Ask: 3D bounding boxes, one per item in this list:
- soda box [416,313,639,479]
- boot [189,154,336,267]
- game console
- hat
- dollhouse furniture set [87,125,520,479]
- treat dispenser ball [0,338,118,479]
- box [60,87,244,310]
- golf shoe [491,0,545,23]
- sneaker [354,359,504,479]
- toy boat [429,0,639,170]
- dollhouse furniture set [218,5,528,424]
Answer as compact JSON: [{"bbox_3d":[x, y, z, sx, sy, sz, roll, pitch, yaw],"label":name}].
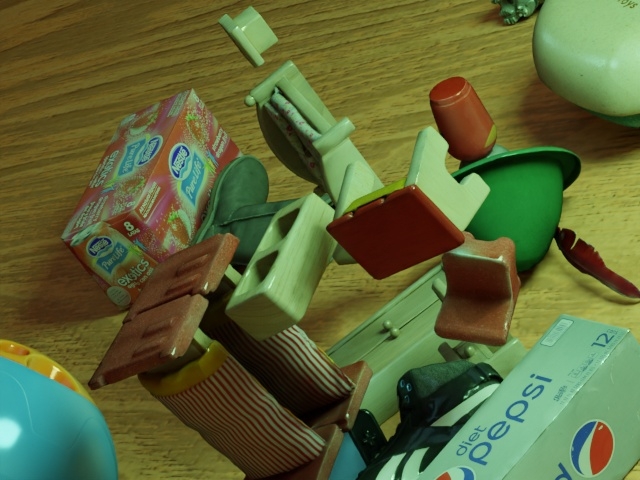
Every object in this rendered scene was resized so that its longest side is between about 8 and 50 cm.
[{"bbox_3d":[0.159,0.195,1.614,0.286,0.098,0.091,-47,29,-19],"label":"soda box"},{"bbox_3d":[-0.048,-0.034,2.285,0.208,0.076,0.190,-18,45,48],"label":"boot"},{"bbox_3d":[0.009,0.226,1.790,0.122,0.107,0.071,-28,-1,17],"label":"game console"},{"bbox_3d":[0.197,0.024,1.919,0.173,0.208,0.184,-17,72,-1],"label":"hat"},{"bbox_3d":[0.007,0.081,1.663,0.374,0.201,0.152,-24,30,44],"label":"dollhouse furniture set"},{"bbox_3d":[-0.342,0.237,1.955,0.288,0.288,0.288,-29,27,16],"label":"treat dispenser ball"},{"bbox_3d":[-0.200,-0.052,2.445,0.122,0.128,0.257,-21,29,30],"label":"box"},{"bbox_3d":[0.278,-0.310,2.349,0.176,0.069,0.086,-1,37,49],"label":"golf shoe"},{"bbox_3d":[0.072,0.185,1.727,0.217,0.079,0.121,-31,48,-3],"label":"sneaker"},{"bbox_3d":[0.266,-0.160,2.051,0.318,0.148,0.267,-29,31,-1],"label":"toy boat"},{"bbox_3d":[0.000,0.000,1.845,0.174,0.355,0.303,-38,26,-1],"label":"dollhouse furniture set"}]
